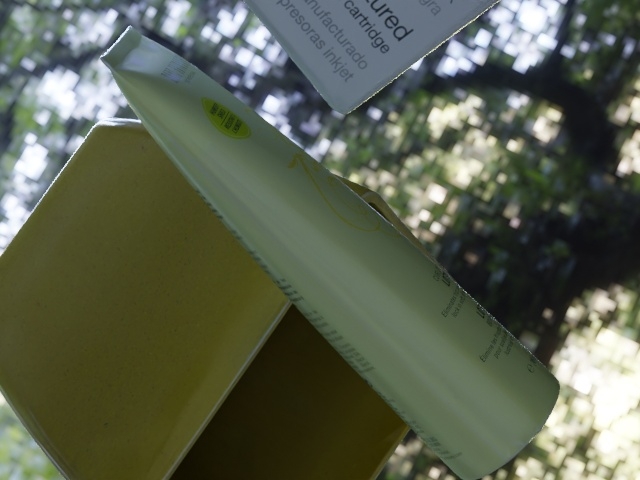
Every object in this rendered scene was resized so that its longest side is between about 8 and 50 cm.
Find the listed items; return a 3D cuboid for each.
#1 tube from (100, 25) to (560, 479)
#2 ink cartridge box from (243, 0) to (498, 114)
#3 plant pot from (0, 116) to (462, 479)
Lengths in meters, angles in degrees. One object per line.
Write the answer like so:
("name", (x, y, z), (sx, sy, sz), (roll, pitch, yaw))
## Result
("tube", (0.000, 0.000, 0.773), (0.240, 0.062, 0.070), (44, -30, -8))
("ink cartridge box", (0.055, -0.220, 0.788), (0.197, 0.273, 0.114), (49, 13, -19))
("plant pot", (-0.067, 0.052, 1.024), (0.187, 0.212, 0.212), (32, -6, 29))
